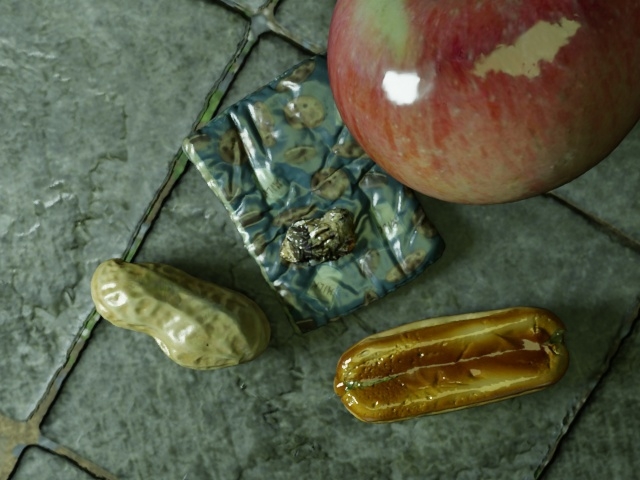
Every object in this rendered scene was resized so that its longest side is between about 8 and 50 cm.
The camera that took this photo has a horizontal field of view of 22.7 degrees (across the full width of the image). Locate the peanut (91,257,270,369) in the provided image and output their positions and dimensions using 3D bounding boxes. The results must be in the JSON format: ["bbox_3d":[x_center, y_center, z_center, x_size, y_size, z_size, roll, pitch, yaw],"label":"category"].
[{"bbox_3d":[-0.146,0.077,1.650,0.194,0.083,0.093,19,96,-4],"label":"peanut"}]

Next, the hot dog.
[{"bbox_3d":[0.136,0.128,1.670,0.249,0.068,0.100,-10,84,-2],"label":"hot dog"}]

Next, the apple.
[{"bbox_3d":[0.180,-0.181,1.516,0.344,0.345,0.269,-27,134,2],"label":"apple"}]

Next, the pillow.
[{"bbox_3d":[-0.004,-0.046,1.665,0.189,0.034,0.256,-31,95,1],"label":"pillow"}]

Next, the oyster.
[{"bbox_3d":[-0.003,0.001,1.643,0.083,0.019,0.054,-19,98,2],"label":"oyster"}]
